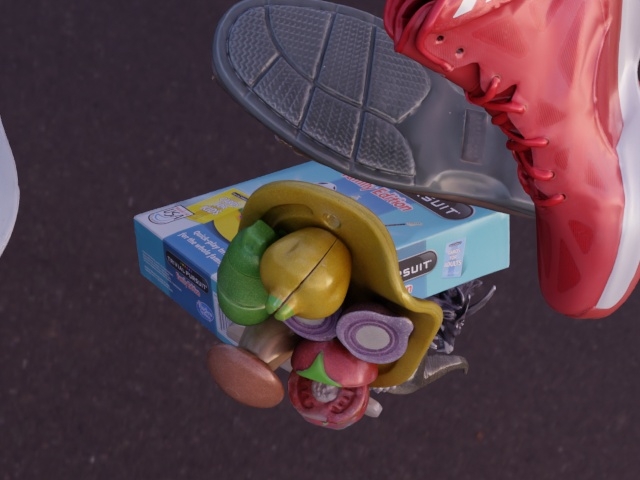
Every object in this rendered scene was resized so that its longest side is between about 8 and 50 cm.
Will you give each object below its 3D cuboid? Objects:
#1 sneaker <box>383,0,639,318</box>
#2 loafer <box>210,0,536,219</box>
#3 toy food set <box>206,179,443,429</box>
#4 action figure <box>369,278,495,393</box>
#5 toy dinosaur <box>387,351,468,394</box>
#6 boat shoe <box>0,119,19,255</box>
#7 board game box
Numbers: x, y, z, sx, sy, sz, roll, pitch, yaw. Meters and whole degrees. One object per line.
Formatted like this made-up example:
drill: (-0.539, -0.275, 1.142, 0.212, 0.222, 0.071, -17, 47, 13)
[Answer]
sneaker: (0.086, -0.064, 0.630, 0.128, 0.221, 0.087, -7, 16, -19)
loafer: (0.054, -0.063, 0.808, 0.267, 0.084, 0.096, 19, 74, -13)
toy food set: (-0.012, 0.058, 0.766, 0.128, 0.218, 0.071, 32, 60, 9)
action figure: (0.096, 0.097, 1.662, 0.275, 0.141, 0.164, 5, 22, 45)
toy dinosaur: (0.101, 0.154, 1.966, 0.121, 0.313, 0.160, 10, 71, 37)
boat shoe: (-0.213, -0.037, 0.761, 0.065, 0.083, 0.183, 8, 52, -26)
board game box: (0.000, 0.000, 1.503, 0.336, 0.079, 0.253, -20, 31, -28)
